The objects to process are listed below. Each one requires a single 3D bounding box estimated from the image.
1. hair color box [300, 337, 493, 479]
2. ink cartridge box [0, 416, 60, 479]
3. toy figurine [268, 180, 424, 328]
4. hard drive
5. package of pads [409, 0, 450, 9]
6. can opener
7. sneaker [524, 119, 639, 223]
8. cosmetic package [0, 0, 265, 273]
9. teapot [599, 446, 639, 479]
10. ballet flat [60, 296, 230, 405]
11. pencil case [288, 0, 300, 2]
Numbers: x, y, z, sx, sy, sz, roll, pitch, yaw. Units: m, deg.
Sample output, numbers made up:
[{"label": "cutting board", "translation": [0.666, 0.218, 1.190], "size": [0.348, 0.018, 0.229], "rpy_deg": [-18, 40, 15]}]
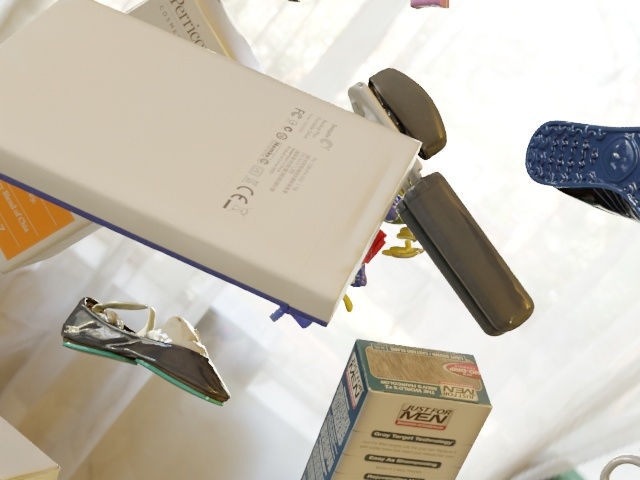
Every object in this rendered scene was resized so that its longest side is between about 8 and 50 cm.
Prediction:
[{"label": "hair color box", "translation": [0.086, 0.303, 1.439], "size": [0.173, 0.347, 0.105], "rpy_deg": [9, 35, -15]}, {"label": "ink cartridge box", "translation": [-0.415, 0.330, 1.260], "size": [0.154, 0.213, 0.093], "rpy_deg": [28, 20, 31]}, {"label": "toy figurine", "translation": [0.000, 0.000, 1.273], "size": [0.191, 0.217, 0.362], "rpy_deg": [40, 18, 0]}, {"label": "hard drive", "translation": [-0.101, -0.074, 0.797], "size": [0.318, 0.040, 0.210], "rpy_deg": [24, 42, 6]}, {"label": "package of pads", "translation": [0.141, -0.338, 1.346], "size": [0.050, 0.083, 0.032], "rpy_deg": [6, 8, 32]}, {"label": "can opener", "translation": [0.114, -0.042, 0.987], "size": [0.280, 0.093, 0.074], "rpy_deg": [59, -10, 8]}, {"label": "sneaker", "translation": [0.268, -0.048, 0.827], "size": [0.090, 0.081, 0.232], "rpy_deg": [10, 11, -33]}, {"label": "cosmetic package", "translation": [-0.304, -0.161, 1.517], "size": [0.230, 0.453, 0.161], "rpy_deg": [60, 13, -2]}, {"label": "teapot", "translation": [0.484, 0.237, 1.306], "size": [0.187, 0.256, 0.253], "rpy_deg": [36, -25, 25]}, {"label": "ballet flat", "translation": [-0.170, 0.101, 1.044], "size": [0.203, 0.074, 0.074], "rpy_deg": [16, -1, 26]}, {"label": "pencil case", "translation": [-0.012, -0.426, 1.399], "size": [0.088, 0.206, 0.086], "rpy_deg": [5, 2, -12]}]
